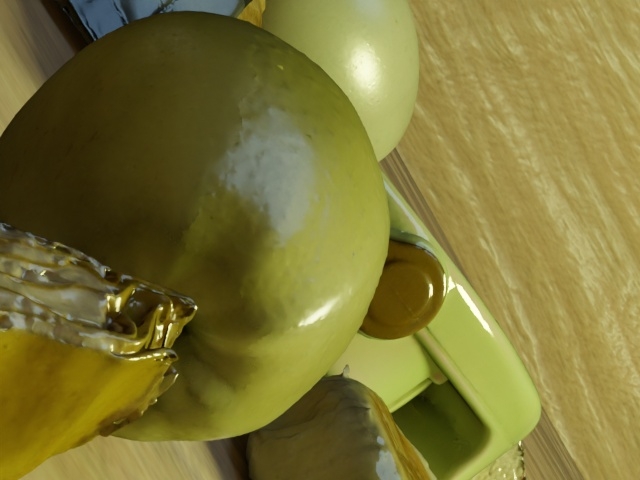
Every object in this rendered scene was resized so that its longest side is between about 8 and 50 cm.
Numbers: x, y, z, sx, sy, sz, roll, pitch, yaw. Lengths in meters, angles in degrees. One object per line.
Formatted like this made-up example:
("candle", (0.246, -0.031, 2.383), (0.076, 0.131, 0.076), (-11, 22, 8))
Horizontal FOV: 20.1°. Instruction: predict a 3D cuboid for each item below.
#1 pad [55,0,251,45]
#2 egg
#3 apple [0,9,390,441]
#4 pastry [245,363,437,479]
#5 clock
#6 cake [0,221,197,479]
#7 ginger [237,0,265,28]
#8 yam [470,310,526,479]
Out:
("pad", (-0.140, -0.220, 1.233), (0.233, 0.022, 0.174), (55, 46, -23))
("egg", (-0.004, -0.176, 1.660), (0.188, 0.188, 0.253), (-100, 165, -64))
("apple", (-0.060, -0.004, 0.810), (0.200, 0.200, 0.200), (59, 9, -15))
("pastry", (0.021, 0.155, 1.086), (0.166, 0.088, 0.166), (60, 10, -17))
("clock", (0.000, 0.000, 1.225), (0.286, 0.117, 0.348), (52, 0, 40))
("cake", (-0.119, 0.024, 0.632), (0.080, 0.116, 0.185), (-104, 168, -52))
("ginger", (-0.111, -0.181, 1.344), (0.157, 0.102, 0.216), (-7, 72, -49))
("yam", (0.111, 0.133, 1.580), (0.128, 0.129, 0.238), (23, 18, -11))
